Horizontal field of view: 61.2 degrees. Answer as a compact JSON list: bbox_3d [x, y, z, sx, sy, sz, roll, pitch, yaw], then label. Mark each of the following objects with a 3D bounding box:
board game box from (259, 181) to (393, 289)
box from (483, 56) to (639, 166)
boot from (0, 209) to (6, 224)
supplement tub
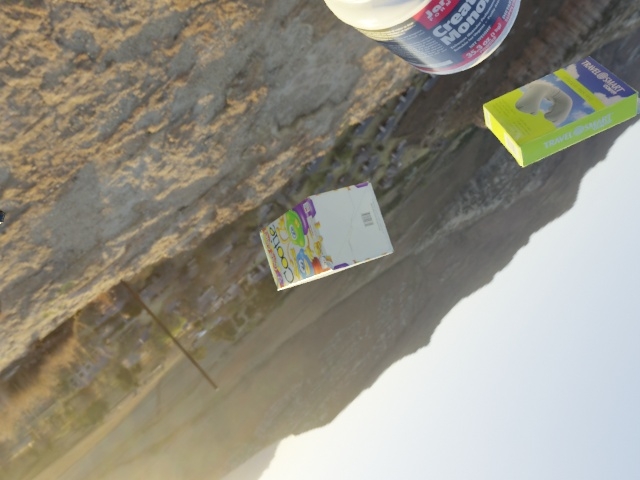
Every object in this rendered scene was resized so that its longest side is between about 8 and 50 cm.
[{"bbox_3d":[0.000,0.000,1.107,0.142,0.144,0.275,-16,175,-27],"label":"board game box"},{"bbox_3d":[0.325,-0.178,0.721,0.178,0.109,0.042,-24,135,5],"label":"box"},{"bbox_3d":[-0.453,-0.005,0.694,0.045,0.121,0.099,20,93,-55],"label":"boot"},{"bbox_3d":[0.116,-0.335,0.671,0.272,0.191,0.191,6,130,-52],"label":"supplement tub"}]
